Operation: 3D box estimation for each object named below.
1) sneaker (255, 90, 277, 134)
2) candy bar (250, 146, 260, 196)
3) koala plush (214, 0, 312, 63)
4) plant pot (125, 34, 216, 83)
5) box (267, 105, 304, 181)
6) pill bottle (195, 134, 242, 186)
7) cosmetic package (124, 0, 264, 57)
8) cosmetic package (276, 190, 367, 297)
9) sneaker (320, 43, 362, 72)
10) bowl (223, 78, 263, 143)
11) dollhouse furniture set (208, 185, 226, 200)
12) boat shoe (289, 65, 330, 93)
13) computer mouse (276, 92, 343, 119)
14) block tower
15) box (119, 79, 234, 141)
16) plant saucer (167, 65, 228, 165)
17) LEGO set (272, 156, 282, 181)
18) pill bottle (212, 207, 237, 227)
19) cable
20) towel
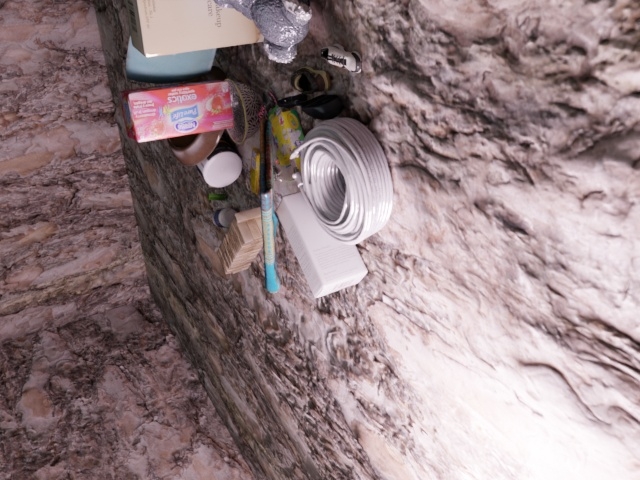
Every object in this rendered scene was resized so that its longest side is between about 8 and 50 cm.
[{"bbox_3d":[-0.138,-0.315,1.451,0.047,0.057,0.119,32,132,56],"label":"sneaker"},{"bbox_3d":[-0.188,-0.196,1.667,0.040,0.018,0.161,48,144,35],"label":"candy bar"},{"bbox_3d":[-0.102,-0.480,1.155,0.221,0.203,0.196,58,153,3],"label":"koala plush"},{"bbox_3d":[-0.359,-0.524,1.467,0.290,0.195,0.290,-165,90,-75],"label":"plant pot"},{"bbox_3d":[-0.077,-0.239,1.395,0.105,0.043,0.179,-7,101,65],"label":"box"},{"bbox_3d":[-0.351,-0.284,1.805,0.246,0.130,0.130,50,146,38],"label":"pill bottle"},{"bbox_3d":[-0.269,-0.520,1.294,0.113,0.309,0.160,44,143,46],"label":"cosmetic package"},{"bbox_3d":[0.000,0.000,1.306,0.231,0.117,0.085,66,155,17],"label":"cosmetic package"},{"bbox_3d":[0.039,-0.344,1.099,0.109,0.043,0.040,41,138,45],"label":"sneaker"},{"bbox_3d":[-0.196,-0.345,1.519,0.170,0.080,0.170,43,142,47],"label":"bowl"},{"bbox_3d":[-0.356,-0.215,1.981,0.076,0.058,0.152,130,138,-69],"label":"dollhouse furniture set"},{"bbox_3d":[-0.034,-0.343,1.235,0.152,0.049,0.056,24,127,58],"label":"boat shoe"},{"bbox_3d":[-0.026,-0.285,1.240,0.242,0.071,0.041,28,145,58],"label":"computer mouse"},{"bbox_3d":[-0.249,0.011,1.834,0.097,0.091,0.335,65,154,14],"label":"block tower"},{"bbox_3d":[-0.366,-0.335,1.474,0.128,0.257,0.123,28,128,57],"label":"box"},{"bbox_3d":[-0.381,-0.380,1.731,0.310,0.050,0.311,-11,74,42],"label":"plant saucer"},{"bbox_3d":[-0.121,-0.185,1.535,0.054,0.023,0.083,49,146,40],"label":"LEGO set"},{"bbox_3d":[-0.317,-0.077,1.938,0.120,0.067,0.067,2,107,63],"label":"pill bottle"},{"bbox_3d":[0.047,-0.119,1.174,0.257,0.089,0.257,68,153,8],"label":"cable"},{"bbox_3d":[-0.126,-0.077,1.432,0.370,0.040,0.271,93,173,-50],"label":"towel"}]
